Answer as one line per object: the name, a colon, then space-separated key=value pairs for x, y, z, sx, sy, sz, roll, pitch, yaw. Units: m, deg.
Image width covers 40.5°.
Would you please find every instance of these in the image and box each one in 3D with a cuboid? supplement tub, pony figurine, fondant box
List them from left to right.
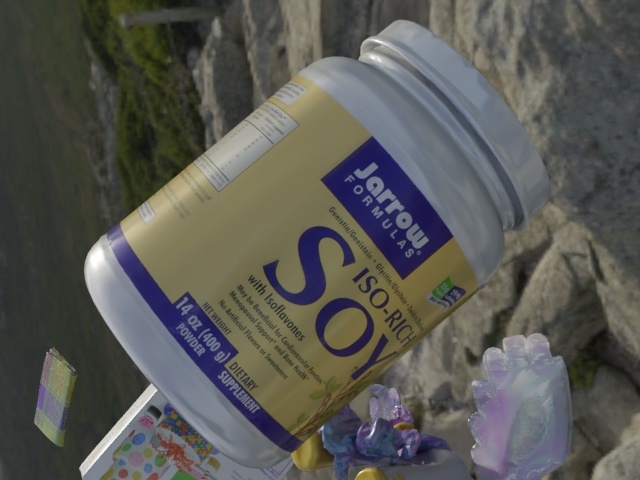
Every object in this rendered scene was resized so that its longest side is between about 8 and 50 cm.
fondant box: x=-0.165 y=0.297 z=1.324 sx=0.238 sy=0.330 sz=0.096 roll=44 pitch=164 yaw=-12
supplement tub: x=0.000 y=0.000 z=0.729 sx=0.241 sy=0.331 sz=0.241 roll=49 pitch=177 yaw=4
pony figurine: x=0.136 y=0.288 z=0.990 sx=0.302 sy=0.363 sz=0.351 roll=-31 pitch=57 yaw=35

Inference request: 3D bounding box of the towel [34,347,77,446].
towel: x=-0.261 y=0.155 z=0.857 sx=0.060 sy=0.009 sz=0.083 roll=25 pitch=106 yaw=44
